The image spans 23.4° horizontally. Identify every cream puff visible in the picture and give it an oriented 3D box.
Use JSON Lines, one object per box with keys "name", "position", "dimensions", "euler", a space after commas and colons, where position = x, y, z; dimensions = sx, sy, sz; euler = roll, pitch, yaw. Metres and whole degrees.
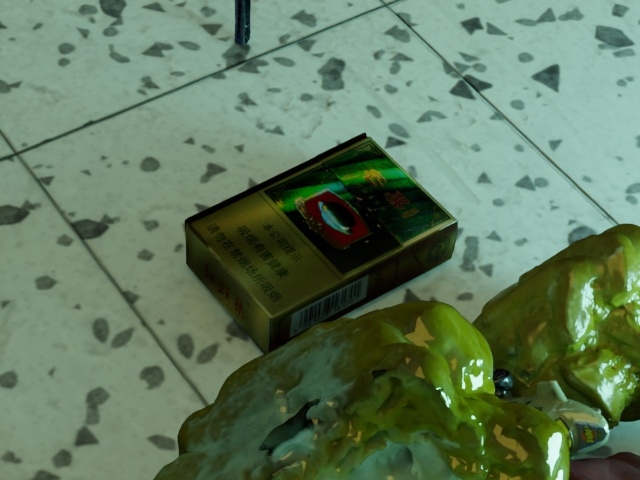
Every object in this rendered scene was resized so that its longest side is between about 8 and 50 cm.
{"name": "cream puff", "position": [0.031, 0.211, 1.247], "dimensions": [0.323, 0.270, 0.274], "euler": [-38, 24, 0]}
{"name": "cream puff", "position": [0.265, 0.091, 1.457], "dimensions": [0.221, 0.195, 0.195], "euler": [-29, 56, -21]}

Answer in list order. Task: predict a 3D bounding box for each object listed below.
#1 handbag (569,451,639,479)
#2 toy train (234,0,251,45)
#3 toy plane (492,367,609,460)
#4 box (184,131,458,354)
{"name": "handbag", "position": [0.256, 0.274, 1.274], "dimensions": [0.135, 0.146, 0.225], "euler": [6, 22, -43]}
{"name": "toy train", "position": [-0.091, -0.266, 1.806], "dimensions": [0.017, 0.083, 0.017], "euler": [22, 48, 18]}
{"name": "toy plane", "position": [0.117, 0.174, 1.383], "dimensions": [0.286, 0.092, 0.108], "euler": [-2, 17, 27]}
{"name": "box", "position": [0.000, 0.000, 1.582], "dimensions": [0.240, 0.071, 0.159], "euler": [-28, 53, -26]}
